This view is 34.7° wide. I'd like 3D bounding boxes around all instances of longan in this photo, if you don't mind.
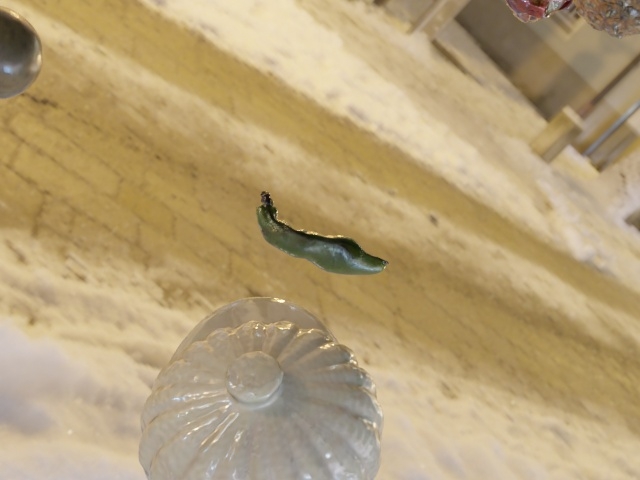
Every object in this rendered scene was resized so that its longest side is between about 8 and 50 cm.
[{"bbox_3d":[-0.350,-0.205,1.085,0.119,0.106,0.106,40,17,10],"label":"longan"}]

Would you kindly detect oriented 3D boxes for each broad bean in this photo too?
[{"bbox_3d":[-0.006,0.006,1.358,0.195,0.061,0.046,30,-12,-3],"label":"broad bean"}]

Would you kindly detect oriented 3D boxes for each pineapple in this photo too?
[{"bbox_3d":[0.278,-0.242,0.855,0.108,0.108,0.197,45,-9,3],"label":"pineapple"}]

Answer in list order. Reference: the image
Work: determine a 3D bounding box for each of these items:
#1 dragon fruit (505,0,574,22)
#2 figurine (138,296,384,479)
[{"bbox_3d":[0.377,-0.442,1.583,0.152,0.205,0.317,11,-5,37],"label":"dragon fruit"},{"bbox_3d":[-0.027,0.212,0.795,0.204,0.185,0.332,28,-44,61],"label":"figurine"}]
